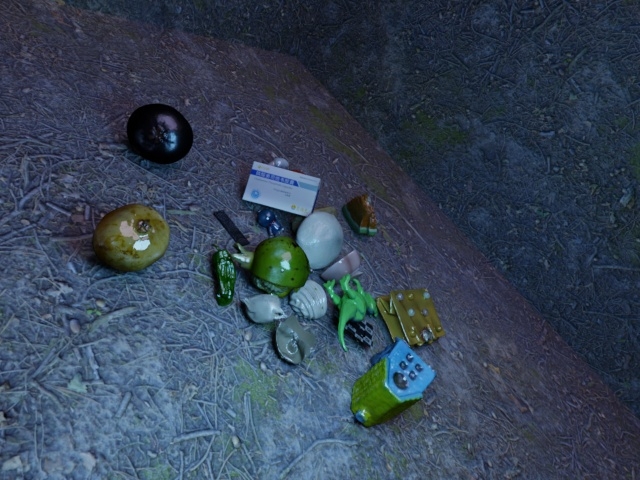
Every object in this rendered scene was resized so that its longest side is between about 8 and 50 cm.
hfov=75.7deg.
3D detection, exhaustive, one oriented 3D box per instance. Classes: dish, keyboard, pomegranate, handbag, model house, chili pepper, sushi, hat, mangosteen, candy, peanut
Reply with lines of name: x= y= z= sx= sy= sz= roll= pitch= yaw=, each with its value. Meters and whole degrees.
dish: x=0.110 y=0.138 z=1.939 sx=0.090 sy=0.213 sz=0.213 roll=53 pitch=36 yaw=6
keyboard: x=-0.396 y=-0.055 z=1.835 sx=0.204 sy=0.013 sz=0.061 roll=49 pitch=36 yaw=13
pomegranate: x=-0.198 y=0.094 z=1.665 sx=0.340 sy=0.260 sz=0.261 roll=21 pitch=38 yaw=-17
handbag: x=0.462 y=0.380 z=2.030 sx=0.400 sy=0.133 sz=0.283 roll=7 pitch=57 yaw=-49
pomegranate: x=-0.627 y=-0.009 z=1.379 sx=0.248 sy=0.248 sz=0.248 roll=25 pitch=37 yaw=-20
model house: x=0.257 y=0.560 z=1.563 sx=0.215 sy=0.237 sz=0.303 roll=44 pitch=36 yaw=10
chili pepper: x=-0.375 y=0.130 z=1.594 sx=0.100 sy=0.074 sz=0.257 roll=11 pitch=44 yaw=-36
sushi: x=0.134 y=0.379 z=1.809 sx=0.215 sy=0.050 sz=0.192 roll=39 pitch=19 yaw=-7
hat: x=-0.104 y=0.385 z=1.586 sx=0.166 sy=0.144 sz=0.173 roll=42 pitch=-9 yaw=7
mangosteen: x=-0.709 y=-0.473 z=1.839 sx=0.274 sy=0.275 sz=0.302 roll=27 pitch=3 yaw=-18
candy: x=0.000 y=0.000 z=1.923 sx=0.185 sy=0.296 sz=0.295 roll=8 pitch=19 yaw=33
peanut: x=-0.024 y=-0.106 z=2.128 sx=0.149 sy=0.149 sz=0.313 roll=51 pitch=35 yaw=16

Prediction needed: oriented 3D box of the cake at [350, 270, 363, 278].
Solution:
cake: x=0.166 y=0.178 z=2.068 sx=0.121 sy=0.052 sz=0.065 roll=13 pitch=37 yaw=-34

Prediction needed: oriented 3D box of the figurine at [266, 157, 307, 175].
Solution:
figurine: x=-0.162 y=-0.291 z=2.158 sx=0.320 sy=0.196 sz=0.323 roll=-10 pitch=47 yaw=-47

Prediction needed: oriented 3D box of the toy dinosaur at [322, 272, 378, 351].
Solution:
toy dinosaur: x=0.152 y=0.345 z=1.748 sx=0.374 sy=0.143 sz=0.500 roll=50 pitch=25 yaw=-33

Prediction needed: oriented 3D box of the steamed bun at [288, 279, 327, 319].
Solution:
steamed bun: x=-0.045 y=0.246 z=1.746 sx=0.182 sy=0.106 sz=0.183 roll=25 pitch=35 yaw=-19

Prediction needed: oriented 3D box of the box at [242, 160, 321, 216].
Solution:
box: x=-0.185 y=-0.245 z=1.998 sx=0.343 sy=0.200 sz=0.065 roll=16 pitch=-6 yaw=4

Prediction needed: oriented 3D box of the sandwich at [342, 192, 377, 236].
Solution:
sandwich: x=0.233 y=-0.152 z=2.384 sx=0.109 sy=0.212 sz=0.292 roll=-6 pitch=67 yaw=-28

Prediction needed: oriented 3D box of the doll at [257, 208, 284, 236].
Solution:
doll: x=-0.242 y=-0.089 z=1.963 sx=0.152 sy=0.085 sz=0.114 roll=46 pitch=45 yaw=-9

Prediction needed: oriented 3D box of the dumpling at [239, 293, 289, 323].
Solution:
dumpling: x=-0.216 y=0.256 z=1.570 sx=0.199 sy=0.118 sz=0.136 roll=26 pitch=-4 yaw=-6
